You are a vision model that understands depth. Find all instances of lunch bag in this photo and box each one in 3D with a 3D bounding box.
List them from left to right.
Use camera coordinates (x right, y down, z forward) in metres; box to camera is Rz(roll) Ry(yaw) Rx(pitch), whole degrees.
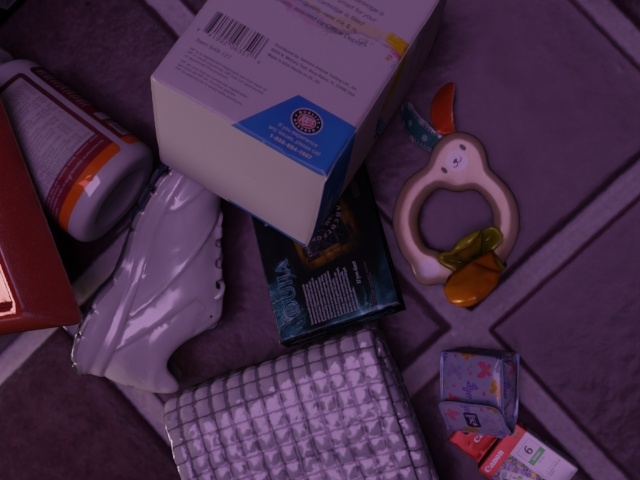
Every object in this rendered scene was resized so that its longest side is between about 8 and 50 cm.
[{"bbox_3d":[0.156,0.150,1.017,0.071,0.053,0.083,4,97,34],"label":"lunch bag"}]

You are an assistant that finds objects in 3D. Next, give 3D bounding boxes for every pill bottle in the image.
[{"bbox_3d":[-0.289,-0.107,1.056,0.221,0.121,0.121,37,98,7],"label":"pill bottle"}]

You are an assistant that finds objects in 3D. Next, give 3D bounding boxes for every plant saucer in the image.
[{"bbox_3d":[-0.385,-0.014,1.044,0.259,0.048,0.259,-10,105,34],"label":"plant saucer"}]

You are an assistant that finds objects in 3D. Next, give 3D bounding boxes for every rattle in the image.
[{"bbox_3d":[0.116,-0.049,0.982,0.130,0.143,0.199,1,100,29],"label":"rattle"}]

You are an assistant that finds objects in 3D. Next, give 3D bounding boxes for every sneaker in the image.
[{"bbox_3d":[-0.146,0.020,1.061,0.129,0.111,0.297,25,100,-9],"label":"sneaker"}]

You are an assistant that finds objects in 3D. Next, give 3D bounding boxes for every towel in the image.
[{"bbox_3d":[0.000,0.246,1.027,0.235,0.121,0.283,-20,90,6],"label":"towel"}]

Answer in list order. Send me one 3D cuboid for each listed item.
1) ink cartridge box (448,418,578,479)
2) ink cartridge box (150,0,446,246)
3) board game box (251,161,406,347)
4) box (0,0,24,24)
[{"bbox_3d":[0.191,0.214,1.033,0.115,0.029,0.062,36,98,6],"label":"ink cartridge box"},{"bbox_3d":[-0.017,-0.153,0.940,0.171,0.168,0.232,30,69,6],"label":"ink cartridge box"},{"bbox_3d":[0.000,0.000,1.024,0.126,0.026,0.186,-19,67,13],"label":"board game box"},{"bbox_3d":[-0.410,-0.276,1.005,0.163,0.247,0.142,-43,86,9],"label":"box"}]
